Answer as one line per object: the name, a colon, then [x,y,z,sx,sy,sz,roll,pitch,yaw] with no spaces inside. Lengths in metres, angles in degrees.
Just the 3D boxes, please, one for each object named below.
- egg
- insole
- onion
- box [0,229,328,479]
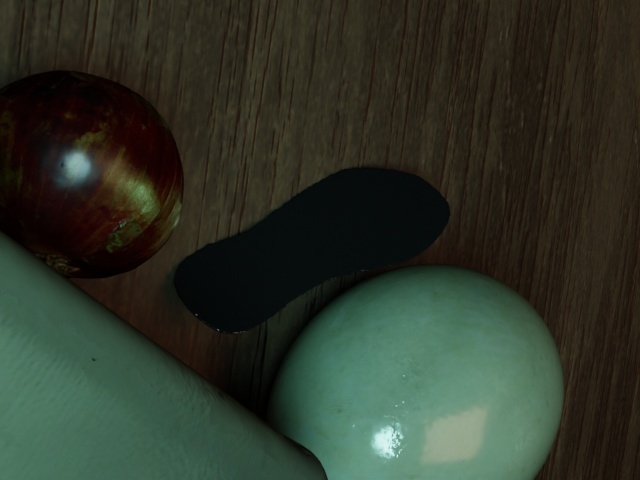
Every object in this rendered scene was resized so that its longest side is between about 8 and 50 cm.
egg: [0.069,0.112,0.893,0.253,0.186,0.187,-32,124,-43]
insole: [0.000,0.000,0.878,0.253,0.086,0.005,-25,156,-42]
onion: [-0.127,-0.033,0.650,0.118,0.117,0.119,-175,-90,-86]
box: [-0.197,0.163,0.538,0.352,0.177,0.344,-59,142,-10]
